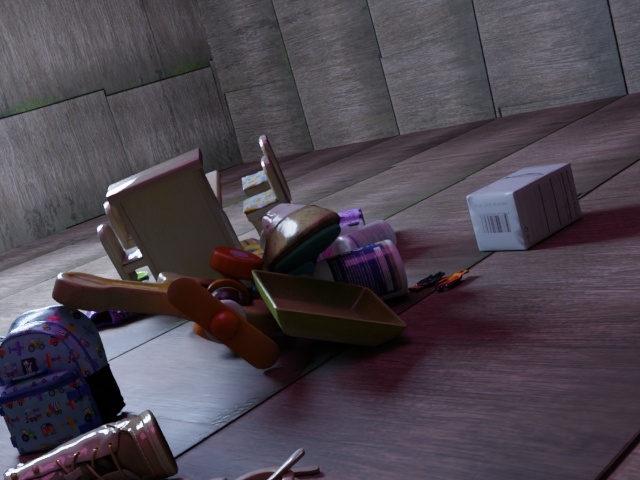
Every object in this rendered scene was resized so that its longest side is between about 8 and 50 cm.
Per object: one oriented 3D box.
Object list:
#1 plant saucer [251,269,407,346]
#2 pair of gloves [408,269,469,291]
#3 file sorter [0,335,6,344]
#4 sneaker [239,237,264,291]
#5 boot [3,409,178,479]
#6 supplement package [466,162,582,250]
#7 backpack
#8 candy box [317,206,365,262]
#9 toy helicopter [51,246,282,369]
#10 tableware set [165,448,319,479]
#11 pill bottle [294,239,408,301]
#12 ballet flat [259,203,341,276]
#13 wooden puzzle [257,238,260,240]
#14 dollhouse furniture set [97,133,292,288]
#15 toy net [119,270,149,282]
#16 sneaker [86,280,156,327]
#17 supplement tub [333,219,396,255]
[{"bbox_3d":[0.004,0.100,1.273,0.188,0.045,0.188,9,12,-17],"label":"plant saucer"},{"bbox_3d":[0.190,0.066,1.444,0.074,0.010,0.083,-27,13,-39],"label":"pair of gloves"},{"bbox_3d":[-0.791,0.119,1.873,0.193,0.277,0.173,-25,19,-39],"label":"file sorter"},{"bbox_3d":[-0.148,0.057,1.749,0.126,0.091,0.240,-23,14,-30],"label":"sneaker"},{"bbox_3d":[-0.250,0.247,0.965,0.165,0.077,0.213,-21,-1,-24],"label":"boot"},{"bbox_3d":[0.359,-0.060,1.578,0.179,0.105,0.105,-25,14,-40],"label":"supplement package"},{"bbox_3d":[-0.368,0.183,1.225,0.158,0.173,0.117,-12,12,15],"label":"backpack"},{"bbox_3d":[0.000,0.000,1.870,0.196,0.070,0.165,-15,11,4],"label":"candy box"},{"bbox_3d":[-0.205,0.095,1.299,0.355,0.140,0.235,9,13,-34],"label":"toy helicopter"},{"bbox_3d":[-0.109,0.250,0.885,0.194,0.039,0.128,-12,12,19],"label":"tableware set"},{"bbox_3d":[0.046,0.065,1.428,0.169,0.094,0.094,-17,11,-6],"label":"pill bottle"},{"bbox_3d":[-0.051,0.003,1.468,0.123,0.123,0.348,-19,-16,-14],"label":"ballet flat"},{"bbox_3d":[-0.172,0.011,2.206,0.116,0.014,0.078,-14,7,6],"label":"wooden puzzle"},{"bbox_3d":[-0.256,-0.073,1.715,0.362,0.256,0.394,-22,24,3],"label":"dollhouse furniture set"},{"bbox_3d":[-0.329,0.079,2.005,0.232,0.045,0.122,-18,11,-12],"label":"toy net"},{"bbox_3d":[-0.391,0.139,1.804,0.170,0.068,0.071,-23,26,6],"label":"sneaker"},{"bbox_3d":[0.084,0.008,1.716,0.107,0.071,0.071,-22,13,-32],"label":"supplement tub"}]
